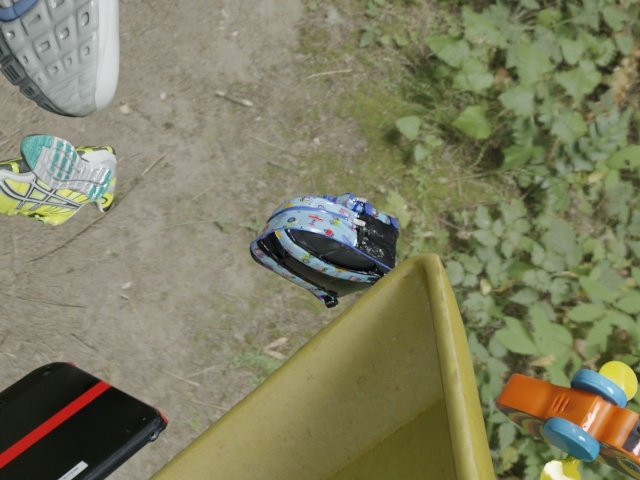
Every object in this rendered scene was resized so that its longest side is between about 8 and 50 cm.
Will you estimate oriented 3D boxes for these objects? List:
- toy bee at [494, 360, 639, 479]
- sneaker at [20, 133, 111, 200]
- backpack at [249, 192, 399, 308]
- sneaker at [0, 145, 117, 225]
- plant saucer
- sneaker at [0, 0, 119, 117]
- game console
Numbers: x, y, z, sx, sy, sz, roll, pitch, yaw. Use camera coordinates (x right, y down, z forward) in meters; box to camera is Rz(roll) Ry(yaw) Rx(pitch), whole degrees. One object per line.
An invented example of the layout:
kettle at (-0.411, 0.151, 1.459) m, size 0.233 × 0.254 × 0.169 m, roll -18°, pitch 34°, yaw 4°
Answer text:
toy bee at (0.355, 0.254, 0.925) m, size 0.195 × 0.298 × 0.162 m, roll -45°, pitch 104°, yaw 2°
sneaker at (-0.350, -0.099, 0.981) m, size 0.065 × 0.076 × 0.166 m, roll -67°, pitch 161°, yaw -9°
backpack at (0.000, 0.000, 0.992) m, size 0.173 × 0.158 × 0.117 m, roll 26°, pitch 59°, yaw -28°
sneaker at (-0.570, -0.093, 1.472) m, size 0.384 × 0.145 × 0.147 m, roll -17°, pitch 108°, yaw -40°
plant saucer at (-0.018, 0.218, 0.359) m, size 0.081 × 0.333 × 0.333 m, roll 33°, pitch 32°, yaw -23°
sneaker at (-0.177, -0.228, 0.542) m, size 0.129 × 0.111 × 0.297 m, roll 13°, pitch 64°, yaw -63°
game console at (-0.479, 0.350, 1.171) m, size 0.386 × 0.342 × 0.060 m, roll -38°, pitch 128°, yaw -37°
